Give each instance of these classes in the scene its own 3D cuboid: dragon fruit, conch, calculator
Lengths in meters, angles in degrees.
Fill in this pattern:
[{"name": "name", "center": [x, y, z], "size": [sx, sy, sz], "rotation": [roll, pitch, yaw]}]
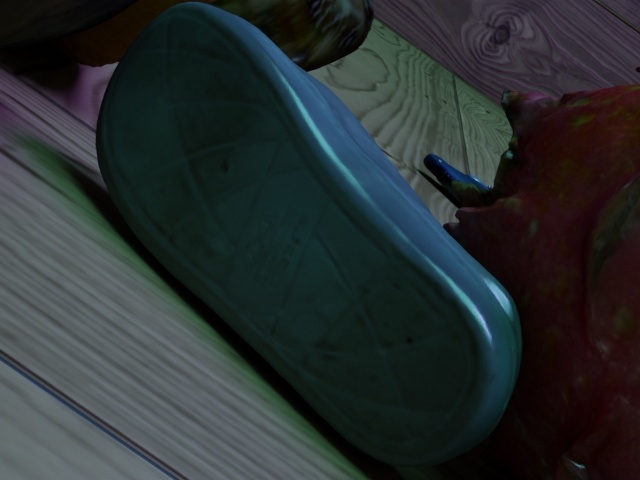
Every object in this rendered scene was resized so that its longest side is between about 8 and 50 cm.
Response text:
[{"name": "dragon fruit", "center": [0.143, 0.027, 0.481], "size": [0.210, 0.205, 0.268], "rotation": [-23, 47, -32]}, {"name": "conch", "center": [-0.061, -0.195, 0.936], "size": [0.181, 0.124, 0.187], "rotation": [54, -19, 19]}, {"name": "calculator", "center": [0.133, -0.018, 1.074], "size": [0.094, 0.019, 0.141], "rotation": [24, 17, -42]}]

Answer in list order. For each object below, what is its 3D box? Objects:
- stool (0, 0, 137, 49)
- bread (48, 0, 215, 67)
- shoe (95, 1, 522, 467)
[{"name": "stool", "center": [-0.131, -0.137, 0.394], "size": [0.179, 0.179, 0.264], "rotation": [35, 11, -2]}, {"name": "bread", "center": [-0.089, -0.156, 0.613], "size": [0.143, 0.140, 0.229], "rotation": [37, -32, -23]}, {"name": "shoe", "center": [0.000, 0.000, 0.482], "size": [0.195, 0.079, 0.078], "rotation": [47, 11, 32]}]
